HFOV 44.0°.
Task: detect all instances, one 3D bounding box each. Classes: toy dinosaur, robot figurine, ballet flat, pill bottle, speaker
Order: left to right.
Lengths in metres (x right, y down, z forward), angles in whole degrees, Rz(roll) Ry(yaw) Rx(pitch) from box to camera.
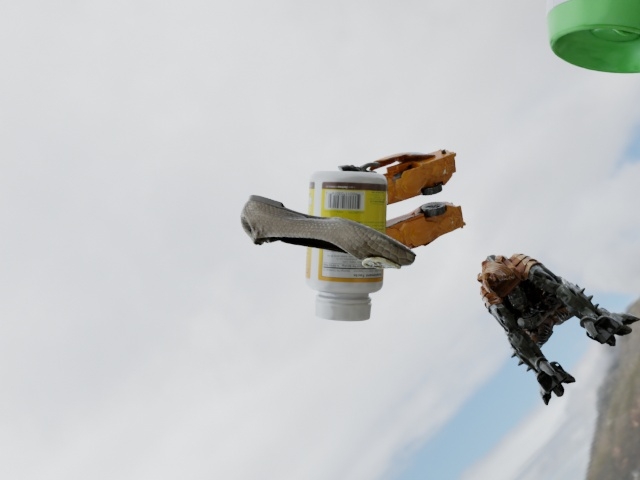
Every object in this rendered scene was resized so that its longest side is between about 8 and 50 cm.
[{"bbox_3d":[0.000,0.000,0.956,0.084,0.249,0.058,41,-110,-57],"label":"ballet flat"},{"bbox_3d":[0.037,0.007,1.169,0.117,0.117,0.215,-2,-84,-56],"label":"pill bottle"},{"bbox_3d":[0.110,-0.050,1.374,0.290,0.085,0.211,-18,-69,-18],"label":"robot figurine"},{"bbox_3d":[0.290,0.096,1.113,0.321,0.218,0.164,-3,-46,-44],"label":"toy dinosaur"},{"bbox_3d":[0.282,-0.306,0.695,0.131,0.131,0.297,22,-102,-64],"label":"speaker"}]
